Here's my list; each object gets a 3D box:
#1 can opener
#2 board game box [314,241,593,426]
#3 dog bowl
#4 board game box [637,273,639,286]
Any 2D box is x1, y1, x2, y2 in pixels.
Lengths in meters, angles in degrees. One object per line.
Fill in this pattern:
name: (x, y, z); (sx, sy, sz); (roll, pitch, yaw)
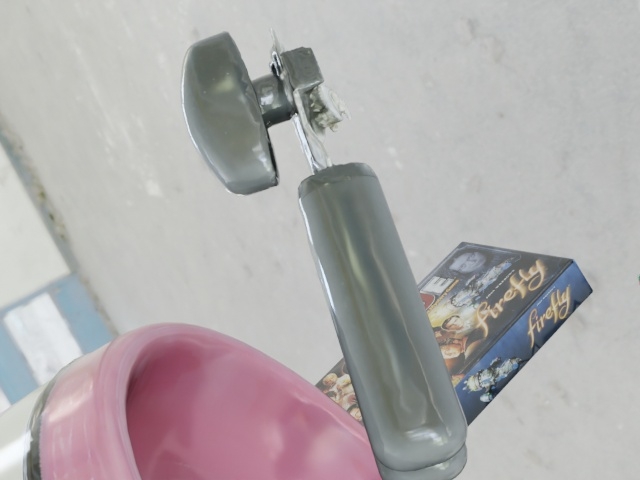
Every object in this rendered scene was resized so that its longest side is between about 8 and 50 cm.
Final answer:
can opener: (0.000, 0.000, 0.496); (0.074, 0.093, 0.280); (72, 176, -60)
board game box: (0.106, 0.101, 0.836); (0.042, 0.243, 0.165); (54, 161, -21)
dog bowl: (-0.034, 0.217, 0.540); (0.408, 0.150, 0.408); (40, -168, -10)
board game box: (0.436, 0.013, 0.796); (0.281, 0.145, 0.027); (-9, 99, 56)
